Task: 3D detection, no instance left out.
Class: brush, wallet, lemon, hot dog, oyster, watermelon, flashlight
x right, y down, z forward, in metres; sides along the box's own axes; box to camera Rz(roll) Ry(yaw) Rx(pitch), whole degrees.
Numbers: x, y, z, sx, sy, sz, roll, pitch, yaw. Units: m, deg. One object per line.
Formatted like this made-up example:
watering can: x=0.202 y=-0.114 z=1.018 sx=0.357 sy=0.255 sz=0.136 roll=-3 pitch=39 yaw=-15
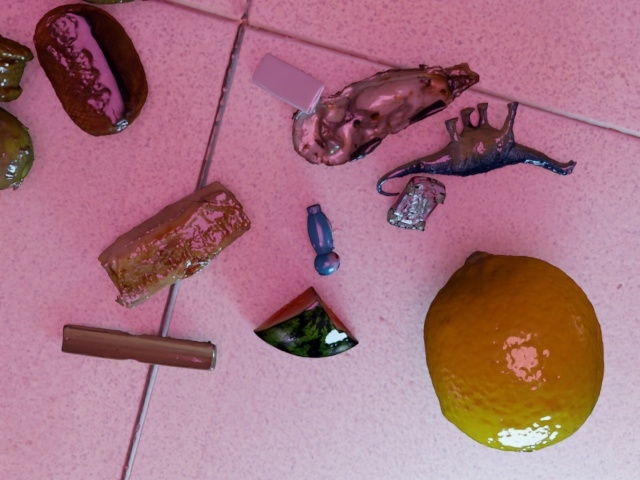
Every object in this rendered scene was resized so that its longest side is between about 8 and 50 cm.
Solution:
brush: x=-0.325 y=0.191 z=1.835 sx=0.282 sy=0.048 sz=0.054 roll=6 pitch=97 yaw=3
wallet: x=-0.056 y=-0.271 z=1.755 sx=0.122 sy=0.025 sz=0.061 roll=31 pitch=99 yaw=16
lemon: x=0.328 y=0.192 z=1.739 sx=0.335 sy=0.336 sz=0.336 roll=-1 pitch=100 yaw=-3
hot dog: x=-0.385 y=-0.287 z=1.717 sx=0.160 sy=0.099 sz=0.227 roll=-20 pitch=102 yaw=0
oyster: x=0.111 y=-0.225 z=1.765 sx=0.344 sy=0.078 sz=0.129 roll=-21 pitch=86 yaw=10
watermelon: x=-0.009 y=0.168 z=1.818 sx=0.145 sy=0.193 sz=0.137 roll=52 pitch=49 yaw=-12
flashlight: x=0.000 y=0.000 z=1.818 sx=0.051 sy=0.051 sz=0.129 roll=-16 pitch=97 yaw=0

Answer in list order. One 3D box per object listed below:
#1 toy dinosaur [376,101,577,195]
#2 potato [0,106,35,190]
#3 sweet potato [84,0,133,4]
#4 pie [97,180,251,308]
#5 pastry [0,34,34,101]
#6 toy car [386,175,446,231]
toy dinosaur: x=0.272 y=-0.164 z=1.792 sx=0.362 sy=0.076 sz=0.147 roll=-8 pitch=105 yaw=-5
potato: x=-0.627 y=-0.167 z=1.700 sx=0.298 sy=0.141 sz=0.176 roll=9 pitch=110 yaw=-6
sweet potato: x=-0.475 y=-0.488 z=1.671 sx=0.422 sy=0.130 sz=0.131 roll=17 pitch=99 yaw=1
pie: x=-0.260 y=0.008 z=1.792 sx=0.282 sy=0.068 sz=0.129 roll=-33 pitch=99 yaw=3
pastry: x=-0.570 y=-0.294 z=1.665 sx=0.188 sy=0.189 sz=0.103 roll=18 pitch=101 yaw=-6
toy car: x=0.168 y=-0.068 z=1.785 sx=0.069 sy=0.055 sz=0.142 roll=14 pitch=142 yaw=-15
